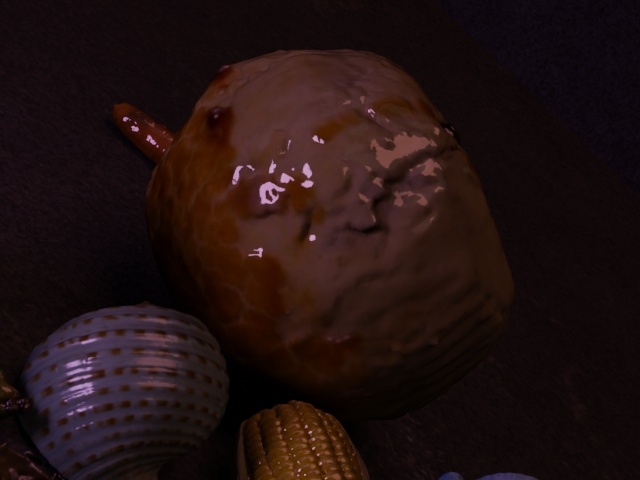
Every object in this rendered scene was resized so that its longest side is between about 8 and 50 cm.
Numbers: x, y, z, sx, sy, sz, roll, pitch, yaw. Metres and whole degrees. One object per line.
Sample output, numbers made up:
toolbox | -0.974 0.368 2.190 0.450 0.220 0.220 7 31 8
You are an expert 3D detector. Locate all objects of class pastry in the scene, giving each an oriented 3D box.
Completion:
pastry | 0.000 0.000 1.668 0.388 0.312 0.389 154 -90 -89

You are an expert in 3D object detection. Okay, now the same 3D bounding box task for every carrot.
carrot | -0.156 -0.091 1.957 0.209 0.061 0.061 37 22 7

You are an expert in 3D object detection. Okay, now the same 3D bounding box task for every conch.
conch | -0.153 0.123 1.449 0.172 0.131 0.200 26 25 -32

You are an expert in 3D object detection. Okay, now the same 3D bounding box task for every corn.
corn | -0.001 0.264 1.452 0.123 0.122 0.305 43 19 -35

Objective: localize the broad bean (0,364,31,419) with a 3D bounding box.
broad bean | -0.306 0.056 1.445 0.256 0.052 0.052 58 -9 37

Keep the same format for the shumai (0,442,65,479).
shumai | -0.245 0.209 1.152 0.145 0.145 0.116 34 29 -13

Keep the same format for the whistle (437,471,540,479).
whistle | 0.129 0.278 1.556 0.269 0.180 0.093 10 39 5
